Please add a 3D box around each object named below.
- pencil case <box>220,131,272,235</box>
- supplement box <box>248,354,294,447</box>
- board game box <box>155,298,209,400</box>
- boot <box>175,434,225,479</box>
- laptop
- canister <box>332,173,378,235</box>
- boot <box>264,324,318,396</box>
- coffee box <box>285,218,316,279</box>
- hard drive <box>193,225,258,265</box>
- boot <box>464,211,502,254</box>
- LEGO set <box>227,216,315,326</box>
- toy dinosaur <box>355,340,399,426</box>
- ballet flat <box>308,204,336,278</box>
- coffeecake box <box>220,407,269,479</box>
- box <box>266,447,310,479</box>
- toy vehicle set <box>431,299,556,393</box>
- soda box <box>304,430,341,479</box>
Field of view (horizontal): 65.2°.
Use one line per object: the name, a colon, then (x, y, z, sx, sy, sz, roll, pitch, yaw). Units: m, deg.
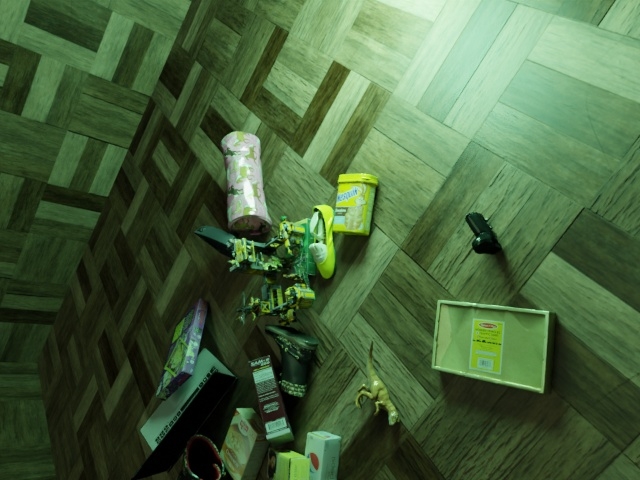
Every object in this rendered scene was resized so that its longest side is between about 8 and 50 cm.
pencil case: (-0.272, -0.208, 1.815, 0.167, 0.160, 0.385, -32, 59, 41)
supplement box: (-0.149, 0.488, 1.520, 0.073, 0.130, 0.239, -16, 58, -6)
board game box: (-0.520, 0.407, 1.901, 0.208, 0.056, 0.346, -48, 25, 32)
boot: (-0.380, 0.853, 1.625, 0.377, 0.138, 0.284, 56, 138, 46)
laptop: (-0.492, 0.554, 1.690, 0.408, 0.236, 0.382, 23, 71, 49)
canister: (0.099, -0.103, 1.460, 0.126, 0.073, 0.169, 4, 85, 47)
boot: (-0.109, 0.364, 1.551, 0.236, 0.085, 0.178, 11, 91, 49)
coffee box: (-0.067, 0.030, 1.622, 0.113, 0.040, 0.184, -15, 69, 44)
hard drive: (-0.342, 0.017, 1.831, 0.255, 0.172, 0.054, 16, 68, 50)
boot: (0.359, -0.020, 1.134, 0.045, 0.121, 0.099, -39, 60, 30)
LEGO set: (-0.170, 0.092, 1.543, 0.255, 0.192, 0.331, -21, 67, 45)
toy dinosaur: (0.141, 0.384, 1.311, 0.112, 0.064, 0.211, -31, 66, 17)
ballet flat: (0.000, 0.000, 1.533, 0.077, 0.077, 0.230, -12, 71, 44)
coffeecake box: (-0.244, 0.664, 1.624, 0.142, 0.068, 0.185, 28, 100, 48)
box: (-0.095, 0.644, 1.414, 0.232, 0.058, 0.087, 143, 132, -63)
toy vehicle set: (0.375, 0.227, 1.110, 0.267, 0.035, 0.165, 1, 80, 47)
soda box: (-0.002, 0.643, 1.375, 0.074, 0.069, 0.216, -1, 79, 46)
